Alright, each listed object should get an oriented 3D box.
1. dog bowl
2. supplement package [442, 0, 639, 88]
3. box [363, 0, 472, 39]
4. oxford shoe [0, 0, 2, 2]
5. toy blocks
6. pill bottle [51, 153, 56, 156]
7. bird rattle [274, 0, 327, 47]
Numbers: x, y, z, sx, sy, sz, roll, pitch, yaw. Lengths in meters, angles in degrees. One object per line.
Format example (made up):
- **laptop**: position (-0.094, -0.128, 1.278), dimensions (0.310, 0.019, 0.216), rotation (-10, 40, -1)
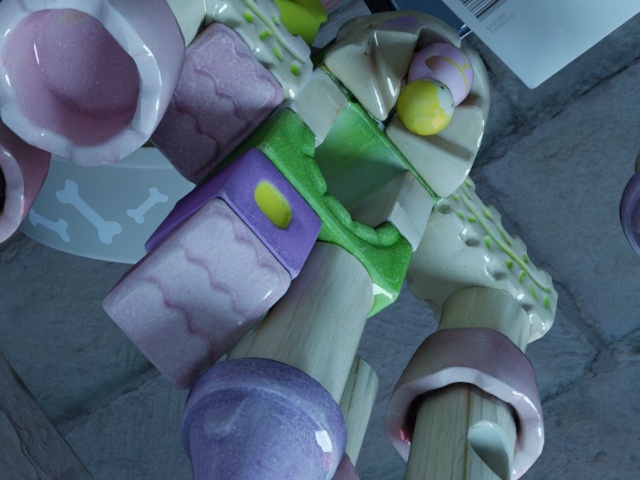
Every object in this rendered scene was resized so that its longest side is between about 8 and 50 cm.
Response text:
- **dog bowl**: position (-0.108, -0.083, 0.911), dimensions (0.348, 0.102, 0.349), rotation (0, -158, 0)
- **supplement package**: position (0.142, -0.224, 0.616), dimensions (0.134, 0.139, 0.244), rotation (-36, -162, 40)
- **box**: position (0.173, -0.367, 1.254), dimensions (0.293, 0.212, 0.395), rotation (-34, -173, 5)
- **oxford shoe**: position (-0.071, -0.183, 0.529), dimensions (0.271, 0.097, 0.098), rotation (-37, 178, -10)
- **toy blocks**: position (0.000, 0.000, 0.407), dimensions (0.309, 0.288, 0.260), rotation (-33, -164, 29)
- **pill bottle**: position (-0.150, -0.134, 0.719), dimensions (0.215, 0.117, 0.117), rotation (-37, -174, -20)
- **bird rattle**: position (-0.016, -0.275, 0.877), dimensions (0.207, 0.143, 0.253), rotation (-50, 179, -25)
